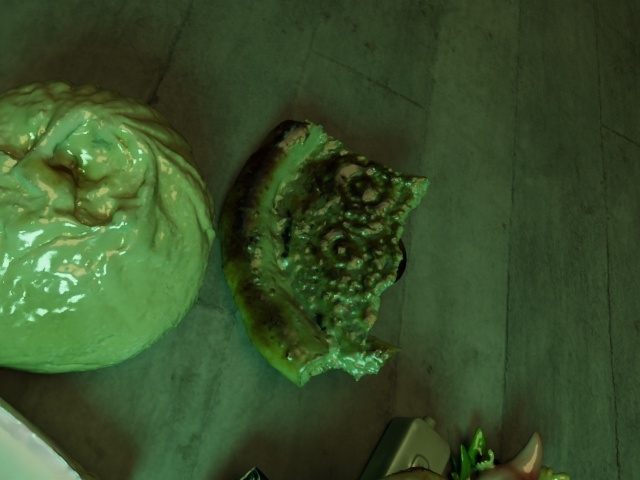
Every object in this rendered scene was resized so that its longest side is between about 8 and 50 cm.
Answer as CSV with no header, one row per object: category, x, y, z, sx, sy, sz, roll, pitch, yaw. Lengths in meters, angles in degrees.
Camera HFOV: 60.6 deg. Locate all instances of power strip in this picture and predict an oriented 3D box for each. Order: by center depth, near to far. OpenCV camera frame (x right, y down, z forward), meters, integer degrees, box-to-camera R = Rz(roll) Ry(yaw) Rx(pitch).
power strip,0.072,0.402,0.747,0.091,0.062,0.385,43,58,-8

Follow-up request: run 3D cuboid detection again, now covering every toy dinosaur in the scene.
toy dinosaur,0.277,0.362,0.799,0.194,0.177,0.152,-40,91,-35

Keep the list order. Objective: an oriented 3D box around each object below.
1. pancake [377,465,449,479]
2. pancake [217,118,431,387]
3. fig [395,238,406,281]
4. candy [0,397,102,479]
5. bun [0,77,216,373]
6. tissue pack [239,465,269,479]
pancake,0.061,0.434,0.603,0.382,0.071,0.382,-13,110,-42
pancake,-0.005,-0.002,0.812,0.305,0.067,0.426,12,63,7
fig,0.079,0.004,0.890,0.109,0.103,0.154,-13,83,-54
candy,-0.341,0.263,0.563,0.265,0.116,0.155,42,57,-5
bun,-0.291,-0.025,0.635,0.353,0.227,0.348,-20,82,-26
tissue pack,-0.057,0.373,0.650,0.170,0.090,0.103,37,56,21
